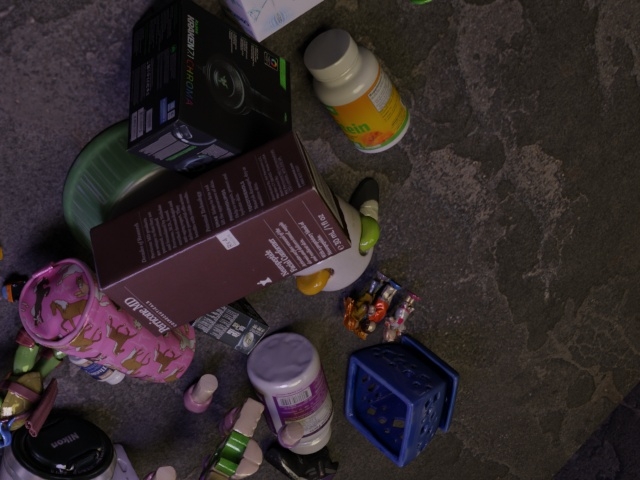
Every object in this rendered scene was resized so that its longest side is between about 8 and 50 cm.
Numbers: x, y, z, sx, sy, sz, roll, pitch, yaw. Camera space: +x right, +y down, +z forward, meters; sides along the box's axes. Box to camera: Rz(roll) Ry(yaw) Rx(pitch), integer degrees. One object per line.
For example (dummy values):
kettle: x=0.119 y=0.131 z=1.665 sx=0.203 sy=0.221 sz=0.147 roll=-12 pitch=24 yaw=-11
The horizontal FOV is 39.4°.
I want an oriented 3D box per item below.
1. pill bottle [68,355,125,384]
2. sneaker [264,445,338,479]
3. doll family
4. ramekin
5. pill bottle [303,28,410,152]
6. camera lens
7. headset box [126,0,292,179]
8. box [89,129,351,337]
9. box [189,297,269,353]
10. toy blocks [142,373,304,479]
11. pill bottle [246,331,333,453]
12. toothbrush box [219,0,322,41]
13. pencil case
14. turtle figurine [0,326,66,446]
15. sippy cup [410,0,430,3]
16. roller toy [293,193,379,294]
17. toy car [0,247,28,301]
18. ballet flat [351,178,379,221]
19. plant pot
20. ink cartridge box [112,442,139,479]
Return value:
pill bottle: x=-0.446 y=0.242 z=1.798 sx=0.067 sy=0.067 sz=0.120 roll=-42 pitch=136 yaw=-4
sneaker: x=-0.046 y=0.571 z=2.342 sx=0.124 sy=0.107 sz=0.283 roll=-54 pitch=142 yaw=-13
doll family: x=0.132 y=0.166 z=2.171 sx=0.163 sy=0.118 sz=0.263 roll=-56 pitch=154 yaw=2
ramekin: x=-0.299 y=-0.059 z=1.629 sx=0.303 sy=0.148 sz=0.303 roll=-20 pitch=131 yaw=-25
pill bottle: x=0.068 y=-0.293 z=1.745 sx=0.136 sy=0.136 sz=0.246 roll=-44 pitch=136 yaw=-2
camera lens: x=-0.543 y=0.509 z=1.809 sx=0.219 sy=0.219 sz=0.274 roll=0 pitch=120 yaw=-37
headset box: x=-0.174 y=-0.228 z=1.517 sx=0.131 sy=0.246 sz=0.283 roll=-21 pitch=149 yaw=35
box: x=-0.162 y=-0.005 z=1.471 sx=0.381 sy=0.143 sz=0.191 roll=-24 pitch=144 yaw=9
box: x=-0.215 y=0.139 z=1.840 sx=0.077 sy=0.147 sz=0.180 roll=-51 pitch=137 yaw=4
toy blocks: x=-0.213 y=0.506 z=1.980 sx=0.289 sy=0.308 sz=0.260 roll=-66 pitch=-173 yaw=-33
pill bottle: x=-0.061 y=0.370 z=2.113 sx=0.169 sy=0.169 sz=0.302 roll=-30 pitch=135 yaw=-17
toothbrush box: x=-0.094 y=-0.516 z=1.468 sx=0.216 sy=0.126 sz=0.296 roll=-35 pitch=137 yaw=-12
pencil case: x=-0.382 y=0.155 z=1.657 sx=0.160 sy=0.167 sz=0.386 roll=-64 pitch=154 yaw=-8
turtle figurine: x=-0.584 y=0.241 z=1.669 sx=0.198 sy=0.274 sz=0.266 roll=38 pitch=71 yaw=-22
sippy cup: x=0.136 y=-0.566 z=1.551 sx=0.224 sy=0.240 sz=0.306 roll=-32 pitch=97 yaw=0
roller toy: x=0.000 y=0.000 z=1.868 sx=0.209 sy=0.191 sz=0.146 roll=-53 pitch=137 yaw=4
toy car: x=-0.564 y=0.057 z=1.609 sx=0.040 sy=0.060 sz=0.122 roll=-4 pitch=115 yaw=18
ballet flat: x=0.092 y=-0.037 z=2.001 sx=0.074 sy=0.074 sz=0.203 roll=8 pitch=115 yaw=-41
plant pot: x=0.219 y=0.399 z=2.310 sx=0.212 sy=0.236 sz=0.236 roll=-23 pitch=132 yaw=-32
ink cartridge box: x=-0.460 y=0.571 z=1.976 sx=0.082 sy=0.139 sz=0.191 roll=-11 pitch=126 yaw=-29
